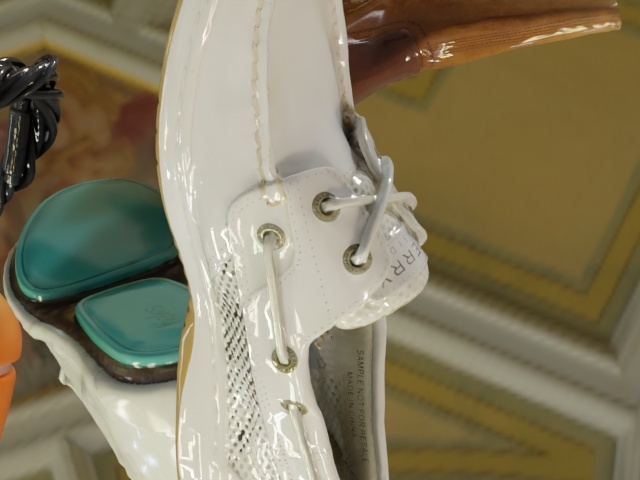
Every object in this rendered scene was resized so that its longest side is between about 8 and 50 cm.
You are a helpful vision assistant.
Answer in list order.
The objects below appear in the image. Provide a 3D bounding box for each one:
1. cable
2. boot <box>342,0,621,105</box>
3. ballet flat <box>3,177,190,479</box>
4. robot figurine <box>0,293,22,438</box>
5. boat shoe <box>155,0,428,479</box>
[{"bbox_3d":[-0.227,-0.050,1.267,0.184,0.150,0.047,-43,-110,10],"label":"cable"},{"bbox_3d":[0.069,-0.122,1.358,0.280,0.096,0.264,-8,-161,2],"label":"boot"},{"bbox_3d":[-0.117,0.069,1.239,0.139,0.139,0.400,-30,-159,-6],"label":"ballet flat"},{"bbox_3d":[-0.287,0.113,1.399,0.128,0.158,0.219,17,-82,13],"label":"robot figurine"},{"bbox_3d":[0.000,0.000,0.768,0.096,0.277,0.098,15,-146,25],"label":"boat shoe"}]
